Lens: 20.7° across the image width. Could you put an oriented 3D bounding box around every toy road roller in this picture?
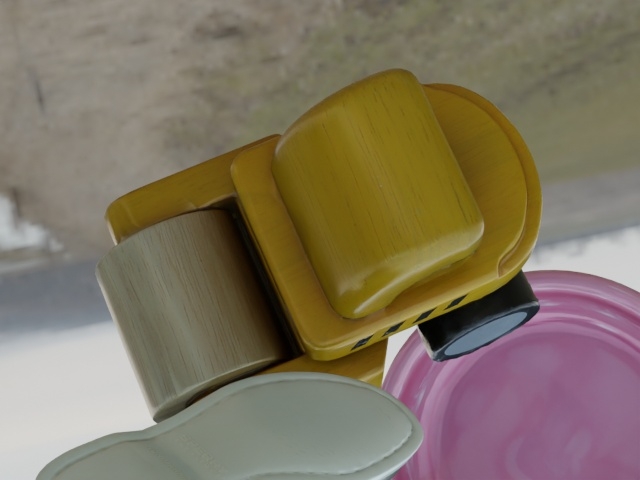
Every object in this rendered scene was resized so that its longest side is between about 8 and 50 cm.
[{"bbox_3d":[0.000,0.000,1.277,0.329,0.202,0.240,-23,164,-4],"label":"toy road roller"}]

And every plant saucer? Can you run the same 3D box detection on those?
[{"bbox_3d":[0.214,0.193,1.609,0.332,0.332,0.084,-12,174,14],"label":"plant saucer"}]

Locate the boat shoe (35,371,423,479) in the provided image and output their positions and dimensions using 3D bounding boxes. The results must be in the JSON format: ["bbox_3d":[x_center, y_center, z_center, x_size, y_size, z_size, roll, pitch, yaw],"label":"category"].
[{"bbox_3d":[-0.060,0.162,1.113,0.305,0.091,0.109,-13,-137,-43],"label":"boat shoe"}]

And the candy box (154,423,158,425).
[{"bbox_3d":[-0.075,0.317,1.340,0.317,0.122,0.268,30,-144,16],"label":"candy box"}]
